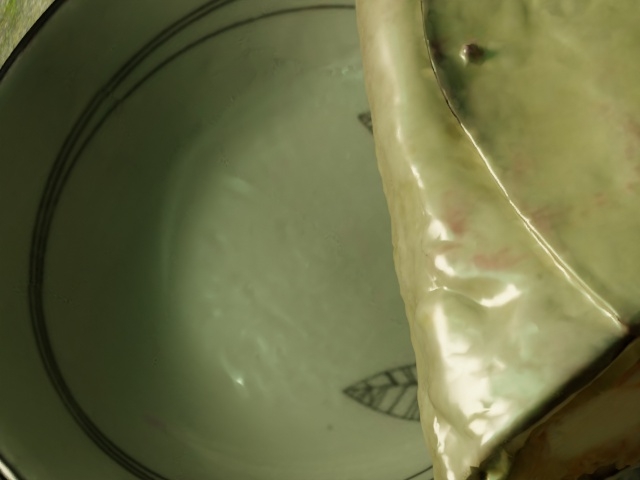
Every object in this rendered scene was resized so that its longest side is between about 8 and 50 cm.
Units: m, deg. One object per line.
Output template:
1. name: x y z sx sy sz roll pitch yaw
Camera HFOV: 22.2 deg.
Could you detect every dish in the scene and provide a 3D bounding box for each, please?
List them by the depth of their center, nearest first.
1. dish: 0.000 0.000 0.671 0.106 0.316 0.316 52 -146 -60

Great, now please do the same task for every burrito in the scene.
1. burrito: 0.084 -0.058 0.545 0.105 0.143 0.299 61 -163 -63

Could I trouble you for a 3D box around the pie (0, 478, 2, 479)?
1. pie: -0.192 0.105 0.934 0.067 0.302 0.303 -152 75 -71
